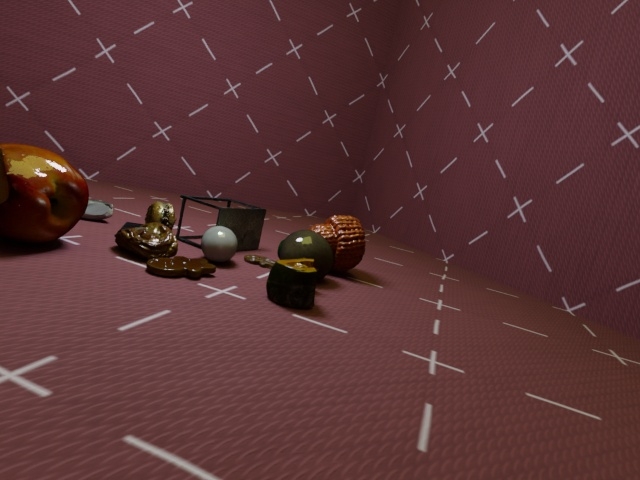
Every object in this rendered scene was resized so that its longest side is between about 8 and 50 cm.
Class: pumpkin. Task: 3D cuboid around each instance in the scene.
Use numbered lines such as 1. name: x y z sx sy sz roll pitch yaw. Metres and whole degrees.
1. pumpkin: -0.058 0.146 1.480 0.190 0.139 0.281 15 12 38

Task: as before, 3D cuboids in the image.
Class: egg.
1. egg: -0.428 0.013 1.737 0.151 0.151 0.209 9 9 -21

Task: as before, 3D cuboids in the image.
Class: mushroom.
1. mushroom: -1.164 -0.159 1.955 0.352 0.097 0.109 9 9 -8

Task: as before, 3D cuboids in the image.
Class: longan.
1. longan: -0.064 0.068 1.760 0.246 0.215 0.245 10 50 -13

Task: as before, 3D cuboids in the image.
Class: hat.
1. hat: 0.000 0.000 1.984 0.401 0.284 0.285 6 10 -13

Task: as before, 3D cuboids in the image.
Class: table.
1. table: -0.493 -0.086 2.033 0.273 0.222 0.335 17 10 27

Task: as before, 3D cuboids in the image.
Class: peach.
1. peach: -0.998 -0.158 1.434 0.406 0.334 0.310 14 1 38

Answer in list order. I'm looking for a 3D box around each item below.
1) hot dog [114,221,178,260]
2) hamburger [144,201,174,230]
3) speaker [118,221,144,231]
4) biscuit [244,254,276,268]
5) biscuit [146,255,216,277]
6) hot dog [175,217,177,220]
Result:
1. hot dog: -0.682 -0.008 1.596 0.259 0.114 0.175 18 29 28
2. hamburger: -0.769 -0.107 1.950 0.114 0.177 0.185 1 55 -35
3. speaker: -0.832 -0.036 1.815 0.082 0.044 0.218 10 10 -20
4. biscuit: -0.264 0.092 1.867 0.175 0.026 0.124 17 11 25
5. biscuit: -0.505 0.096 1.487 0.237 0.039 0.180 4 15 -40
6. hot dog: -0.858 -0.116 2.304 0.049 0.036 0.122 31 23 28
